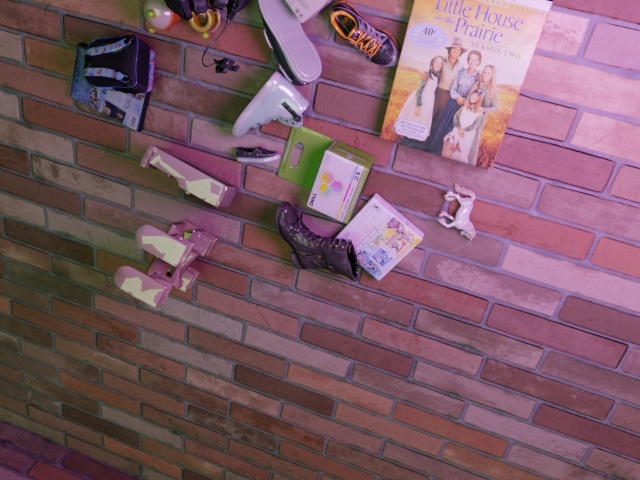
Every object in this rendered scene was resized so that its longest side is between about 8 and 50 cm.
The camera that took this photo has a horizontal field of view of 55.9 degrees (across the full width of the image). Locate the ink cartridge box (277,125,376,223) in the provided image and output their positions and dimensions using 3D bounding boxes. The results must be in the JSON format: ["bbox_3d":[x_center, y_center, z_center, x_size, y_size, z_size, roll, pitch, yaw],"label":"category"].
[{"bbox_3d":[0.001,-0.189,1.698,0.255,0.097,0.189,24,123,5],"label":"ink cartridge box"}]

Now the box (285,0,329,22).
[{"bbox_3d":[0.043,-0.637,1.416,0.275,0.113,0.094,-27,106,37],"label":"box"}]

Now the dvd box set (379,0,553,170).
[{"bbox_3d":[0.341,-0.407,1.474,0.307,0.062,0.421,19,122,9],"label":"dvd box set"}]

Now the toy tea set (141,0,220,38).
[{"bbox_3d":[-0.378,-0.687,1.547,0.199,0.124,0.336,6,119,17],"label":"toy tea set"}]

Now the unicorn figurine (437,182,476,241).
[{"bbox_3d":[0.381,-0.067,1.647,0.111,0.060,0.162,17,122,11],"label":"unicorn figurine"}]

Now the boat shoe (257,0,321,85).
[{"bbox_3d":[-0.098,-0.539,1.539,0.091,0.114,0.303,-1,110,65],"label":"boat shoe"}]

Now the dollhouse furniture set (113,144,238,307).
[{"bbox_3d":[-0.462,-0.047,1.806,0.256,0.362,0.394,29,95,2],"label":"dollhouse furniture set"}]

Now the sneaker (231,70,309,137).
[{"bbox_3d":[-0.137,-0.332,1.668,0.151,0.094,0.256,38,135,-14],"label":"sneaker"}]

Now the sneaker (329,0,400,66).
[{"bbox_3d":[0.103,-0.503,1.497,0.214,0.083,0.084,37,122,-3],"label":"sneaker"}]

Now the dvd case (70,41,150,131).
[{"bbox_3d":[-0.635,-0.462,1.828,0.253,0.022,0.180,28,122,4],"label":"dvd case"}]

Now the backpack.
[{"bbox_3d":[-0.574,-0.493,1.710,0.173,0.117,0.158,2,90,15],"label":"backpack"}]

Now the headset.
[{"bbox_3d":[-0.268,-0.611,1.469,0.243,0.185,0.395,-10,109,-15],"label":"headset"}]

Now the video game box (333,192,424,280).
[{"bbox_3d":[0.167,-0.008,1.766,0.187,0.048,0.205,42,124,-2],"label":"video game box"}]

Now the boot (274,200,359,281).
[{"bbox_3d":[0.000,0.000,1.774,0.228,0.091,0.263,6,131,38],"label":"boot"}]

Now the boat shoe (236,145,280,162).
[{"bbox_3d":[-0.186,-0.253,1.761,0.142,0.049,0.040,2,118,22],"label":"boat shoe"}]
